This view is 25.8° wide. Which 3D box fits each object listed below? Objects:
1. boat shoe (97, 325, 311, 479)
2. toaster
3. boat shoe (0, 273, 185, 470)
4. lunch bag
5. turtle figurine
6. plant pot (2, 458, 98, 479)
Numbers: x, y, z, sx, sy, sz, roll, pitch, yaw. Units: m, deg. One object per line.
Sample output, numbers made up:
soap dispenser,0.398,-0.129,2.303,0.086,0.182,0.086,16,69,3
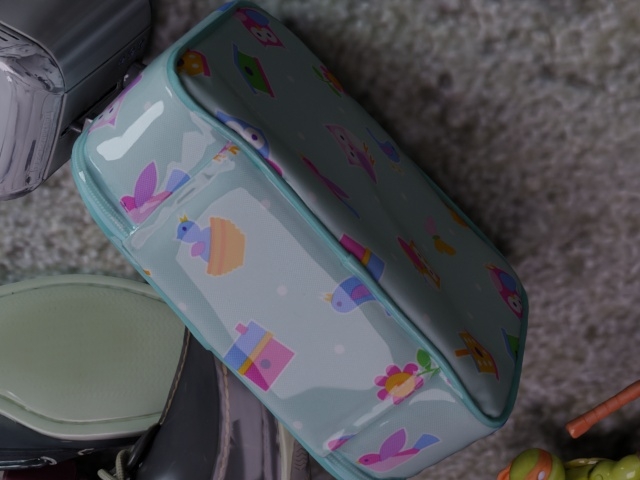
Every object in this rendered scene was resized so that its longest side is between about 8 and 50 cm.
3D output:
boat shoe,-0.088,0.195,0.888,0.130,0.132,0.355,-2,111,-18
toaster,-0.221,-0.122,0.829,0.227,0.146,0.129,24,125,0
boat shoe,-0.218,0.109,1.003,0.340,0.127,0.113,-6,148,3
lunch bag,0.000,0.000,0.803,0.108,0.224,0.279,-39,101,21
turtle figurine,0.197,0.204,0.961,0.217,0.087,0.269,33,117,-16
plant pot,-0.166,0.270,1.056,0.180,0.201,0.201,11,126,-11
